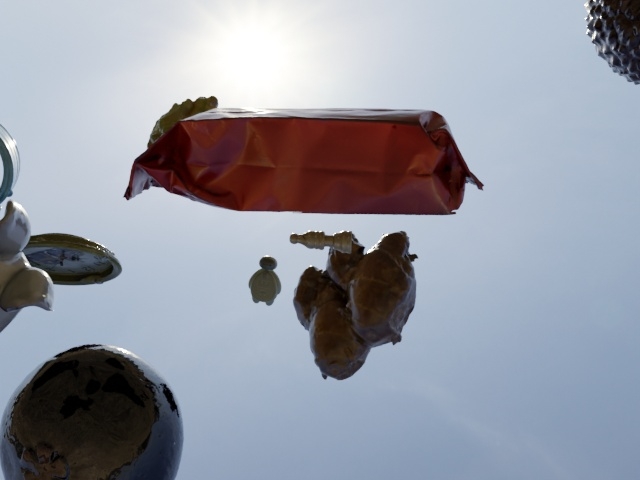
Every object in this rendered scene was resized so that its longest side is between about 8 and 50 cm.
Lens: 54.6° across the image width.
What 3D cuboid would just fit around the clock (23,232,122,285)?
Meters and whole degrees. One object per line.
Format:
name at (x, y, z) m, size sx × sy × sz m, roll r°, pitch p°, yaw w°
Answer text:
clock at (-0.513, 0.031, 1.231) m, size 0.237 × 0.237 × 0.057 m, roll -5°, pitch -113°, yaw 4°

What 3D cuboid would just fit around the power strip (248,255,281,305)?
power strip at (-0.088, 0.064, 1.014) m, size 0.055 × 0.083 × 0.035 m, roll 10°, pitch -166°, yaw 5°

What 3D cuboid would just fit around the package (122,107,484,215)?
package at (-0.019, -0.106, 0.795) m, size 0.423 × 0.123 × 0.196 m, roll 1°, pitch -166°, yaw 3°

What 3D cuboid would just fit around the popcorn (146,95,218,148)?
popcorn at (-0.199, -0.159, 1.017) m, size 0.173 × 0.173 × 0.142 m, roll 10°, pitch -136°, yaw 22°

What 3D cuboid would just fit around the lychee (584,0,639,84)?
lychee at (0.460, -0.300, 0.785) m, size 0.236 × 0.236 × 0.271 m, roll 16°, pitch -179°, yaw 28°

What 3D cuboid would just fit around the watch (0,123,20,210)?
watch at (-0.551, -0.100, 0.909) m, size 0.211 × 0.193 × 0.211 m, roll 12°, pitch -169°, yaw -2°

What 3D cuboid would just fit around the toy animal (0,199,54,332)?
toy animal at (-0.381, 0.050, 0.623) m, size 0.193 × 0.127 × 0.178 m, roll -21°, pitch 180°, yaw -44°

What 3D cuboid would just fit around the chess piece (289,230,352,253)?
chess piece at (0.000, 0.000, 0.913) m, size 0.092 × 0.035 × 0.035 m, roll 3°, pitch -142°, yaw 3°

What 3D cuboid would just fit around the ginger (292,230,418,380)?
ginger at (0.084, 0.131, 1.421) m, size 0.357 × 0.152 × 0.274 m, roll -46°, pitch -129°, yaw 20°

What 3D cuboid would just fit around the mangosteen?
mangosteen at (-0.323, 0.287, 0.944) m, size 0.275 × 0.275 × 0.302 m, roll 0°, pitch -177°, yaw 11°
